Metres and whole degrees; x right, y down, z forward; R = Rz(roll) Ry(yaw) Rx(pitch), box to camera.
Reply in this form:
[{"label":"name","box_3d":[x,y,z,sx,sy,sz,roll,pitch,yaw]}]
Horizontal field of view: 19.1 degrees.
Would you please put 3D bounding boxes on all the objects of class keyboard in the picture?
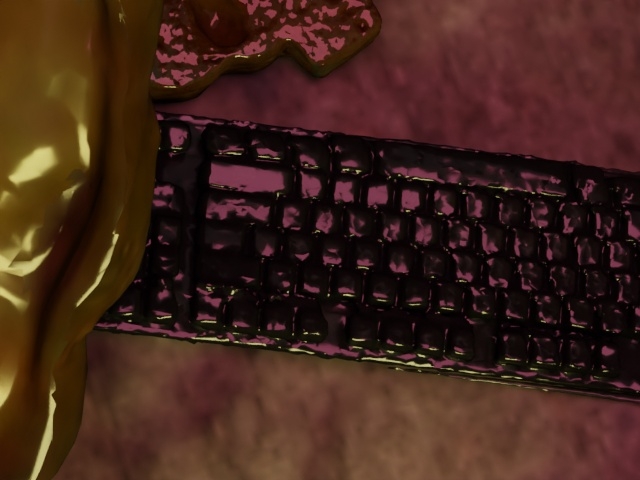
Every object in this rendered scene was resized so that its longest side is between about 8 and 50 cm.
[{"label":"keyboard","box_3d":[0.000,0.000,0.553,0.231,0.023,0.072,7,74,-9]}]

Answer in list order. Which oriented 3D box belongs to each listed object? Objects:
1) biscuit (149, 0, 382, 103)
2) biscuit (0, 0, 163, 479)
[{"label":"biscuit","box_3d":[-0.030,-0.106,0.572,0.119,0.019,0.130,-35,86,-15]},{"label":"biscuit","box_3d":[-0.198,-0.055,0.429,0.335,0.078,0.329,16,113,-3]}]
